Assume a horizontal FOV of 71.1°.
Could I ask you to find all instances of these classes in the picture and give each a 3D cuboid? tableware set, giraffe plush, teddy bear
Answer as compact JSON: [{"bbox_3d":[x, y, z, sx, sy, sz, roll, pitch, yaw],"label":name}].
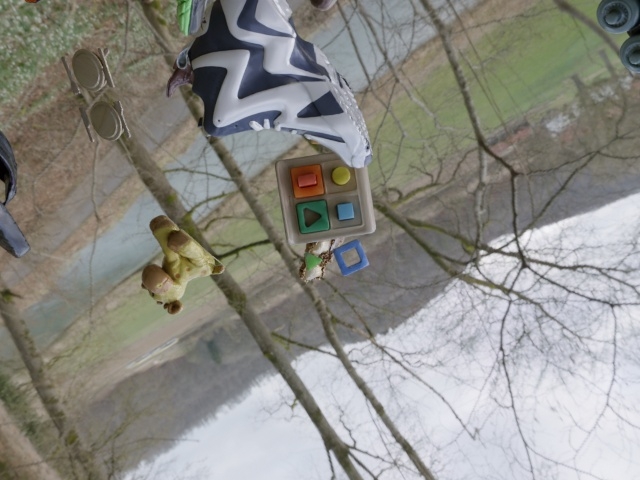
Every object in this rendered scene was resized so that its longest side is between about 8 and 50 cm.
[{"bbox_3d":[-0.483,-0.320,0.991,0.128,0.194,0.039,1,-155,24],"label":"tableware set"},{"bbox_3d":[-0.350,0.069,1.060,0.170,0.210,0.181,-49,-146,-9],"label":"giraffe plush"},{"bbox_3d":[0.000,0.000,1.440,0.338,0.113,0.245,-64,164,-47],"label":"teddy bear"}]

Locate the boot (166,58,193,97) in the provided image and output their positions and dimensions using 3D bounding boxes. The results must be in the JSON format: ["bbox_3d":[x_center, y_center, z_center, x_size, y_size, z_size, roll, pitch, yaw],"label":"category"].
[{"bbox_3d":[-0.338,-0.405,1.178,0.037,0.114,0.107,-105,-143,-69],"label":"boot"}]

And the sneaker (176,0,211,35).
[{"bbox_3d":[-0.294,-0.829,1.352,0.202,0.185,0.483,17,123,-35],"label":"sneaker"}]

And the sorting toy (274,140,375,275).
[{"bbox_3d":[0.013,-0.093,0.933,0.195,0.348,0.047,-9,-177,-5],"label":"sorting toy"}]

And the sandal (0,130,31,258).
[{"bbox_3d":[-0.527,-0.170,0.612,0.167,0.446,0.107,5,-141,43],"label":"sandal"}]

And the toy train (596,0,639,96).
[{"bbox_3d":[0.653,-0.381,0.798,0.142,0.334,0.190,-38,-171,-15],"label":"toy train"}]

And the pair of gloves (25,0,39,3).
[{"bbox_3d":[-0.939,-0.815,1.458,0.074,0.083,0.010,14,-179,6],"label":"pair of gloves"}]

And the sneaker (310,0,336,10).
[{"bbox_3d":[0.010,-0.442,0.659,0.071,0.066,0.189,-33,150,-50],"label":"sneaker"}]

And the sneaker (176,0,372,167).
[{"bbox_3d":[-0.055,-0.145,0.495,0.153,0.235,0.094,-28,-137,22],"label":"sneaker"}]

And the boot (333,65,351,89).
[{"bbox_3d":[-0.032,-0.527,1.316,0.091,0.229,0.263,-54,158,23],"label":"boot"}]
